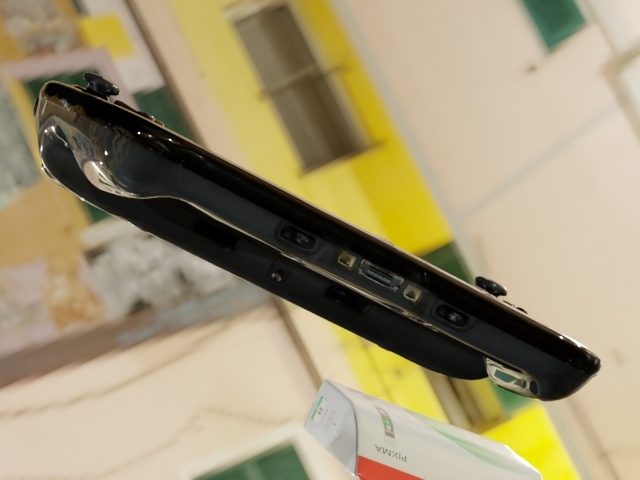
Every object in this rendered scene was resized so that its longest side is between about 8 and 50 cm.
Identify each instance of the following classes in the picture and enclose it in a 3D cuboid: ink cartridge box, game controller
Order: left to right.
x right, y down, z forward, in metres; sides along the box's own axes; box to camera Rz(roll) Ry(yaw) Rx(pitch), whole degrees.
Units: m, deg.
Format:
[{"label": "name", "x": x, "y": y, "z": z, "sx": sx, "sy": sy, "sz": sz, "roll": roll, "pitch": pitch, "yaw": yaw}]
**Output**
[{"label": "game controller", "x": 0.000, "y": 0.000, "z": 1.043, "sx": 0.319, "sy": 0.067, "sz": 0.166, "roll": 26, "pitch": -9, "yaw": -25}, {"label": "ink cartridge box", "x": 0.101, "y": 0.185, "z": 1.567, "sx": 0.056, "sy": 0.181, "sz": 0.225, "roll": -67, "pitch": 19, "yaw": 1}]
